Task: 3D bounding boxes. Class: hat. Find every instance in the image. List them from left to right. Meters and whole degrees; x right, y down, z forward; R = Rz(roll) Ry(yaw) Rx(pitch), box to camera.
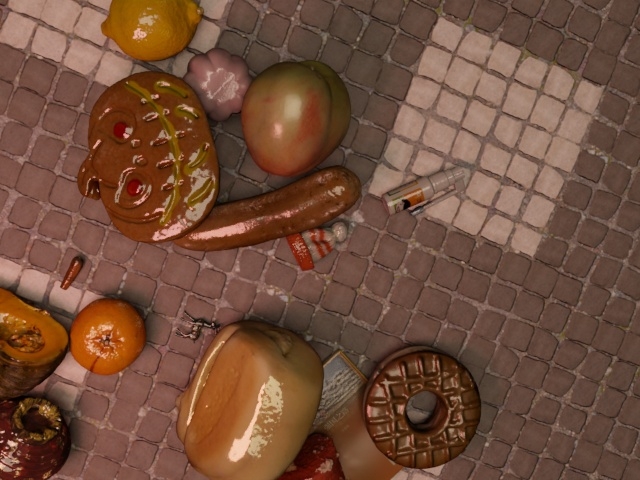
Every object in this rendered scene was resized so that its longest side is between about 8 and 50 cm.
[{"bbox_3d":[0.000,0.000,1.786,0.162,0.093,0.112,-25,112,-8],"label":"hat"}]

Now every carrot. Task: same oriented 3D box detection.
[{"bbox_3d":[-0.635,0.083,1.765,0.032,0.032,0.093,29,98,-8],"label":"carrot"}]

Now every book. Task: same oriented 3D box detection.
[{"bbox_3d":[0.076,0.514,1.878,0.262,0.028,0.374,-42,99,1],"label":"book"}]

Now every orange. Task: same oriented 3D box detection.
[{"bbox_3d":[-0.532,0.241,1.727,0.193,0.161,0.193,0,96,0],"label":"orange"}]

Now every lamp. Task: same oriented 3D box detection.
[{"bbox_3d":[-0.734,0.490,1.702,0.247,0.247,0.247,-1,96,-5],"label":"lamp"}]

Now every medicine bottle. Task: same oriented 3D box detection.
[{"bbox_3d":[0.275,-0.123,1.815,0.221,0.061,0.092,-24,122,-2],"label":"medicine bottle"}]

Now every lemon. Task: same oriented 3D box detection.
[{"bbox_3d":[-0.398,-0.521,1.644,0.244,0.187,0.187,-16,98,-8],"label":"lemon"}]

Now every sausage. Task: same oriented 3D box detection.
[{"bbox_3d":[-0.137,-0.061,1.719,0.501,0.123,0.136,-16,127,10],"label":"sausage"}]

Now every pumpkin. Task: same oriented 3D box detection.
[{"bbox_3d":[-0.788,0.257,1.700,0.325,0.242,0.232,31,123,3],"label":"pumpkin"}]

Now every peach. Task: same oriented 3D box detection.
[{"bbox_3d":[-0.060,-0.287,1.649,0.247,0.292,0.292,18,95,10],"label":"peach"}]

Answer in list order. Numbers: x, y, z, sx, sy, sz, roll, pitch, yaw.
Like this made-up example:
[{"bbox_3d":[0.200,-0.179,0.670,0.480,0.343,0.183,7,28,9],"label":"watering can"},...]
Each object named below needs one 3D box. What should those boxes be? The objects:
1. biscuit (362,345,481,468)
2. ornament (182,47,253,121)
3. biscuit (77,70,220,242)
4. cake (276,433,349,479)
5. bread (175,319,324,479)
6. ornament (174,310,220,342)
[{"bbox_3d":[0.268,0.442,1.836,0.332,0.103,0.332,0,91,-10],"label":"biscuit"},{"bbox_3d":[-0.252,-0.380,1.693,0.177,0.177,0.177,-1,96,-5],"label":"ornament"},{"bbox_3d":[-0.407,-0.185,1.600,0.350,0.070,0.394,-22,85,7],"label":"biscuit"},{"bbox_3d":[-0.071,0.621,1.784,0.283,0.177,0.151,-14,103,8],"label":"cake"},{"bbox_3d":[-0.160,0.397,1.712,0.253,0.348,0.376,20,92,-38],"label":"bread"},{"bbox_3d":[-0.313,0.237,1.813,0.125,0.028,0.073,19,94,-5],"label":"ornament"}]
